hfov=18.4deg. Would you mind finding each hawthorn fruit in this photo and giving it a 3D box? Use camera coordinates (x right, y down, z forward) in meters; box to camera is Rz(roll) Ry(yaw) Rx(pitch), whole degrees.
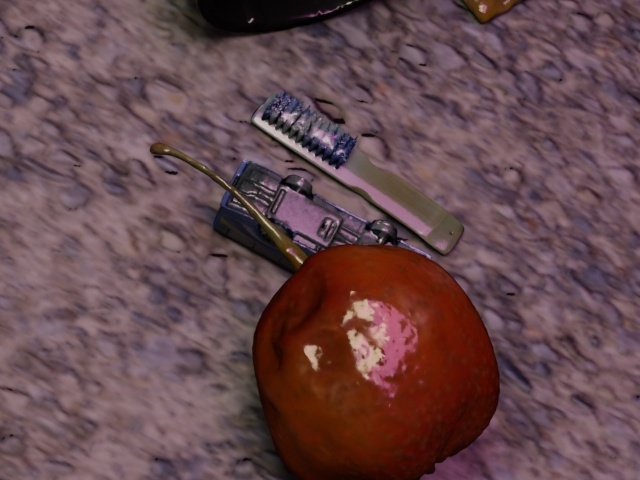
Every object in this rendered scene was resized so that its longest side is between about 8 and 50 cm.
[{"bbox_3d":[0.000,0.033,1.324,0.165,0.165,0.285,-29,85,-26],"label":"hawthorn fruit"}]

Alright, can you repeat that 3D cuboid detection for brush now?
[{"bbox_3d":[0.031,-0.053,1.454,0.178,0.030,0.033,34,52,-2],"label":"brush"}]

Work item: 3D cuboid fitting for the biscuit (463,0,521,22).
[{"bbox_3d":[0.133,-0.220,1.562,0.081,0.018,0.083,-31,80,-26],"label":"biscuit"}]

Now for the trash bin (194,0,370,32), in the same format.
[{"bbox_3d":[-0.034,-0.315,1.433,0.277,0.217,0.262,-11,72,-33],"label":"trash bin"}]

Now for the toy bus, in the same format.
[{"bbox_3d":[0.000,0.000,1.402,0.153,0.061,0.051,28,64,-4],"label":"toy bus"}]
